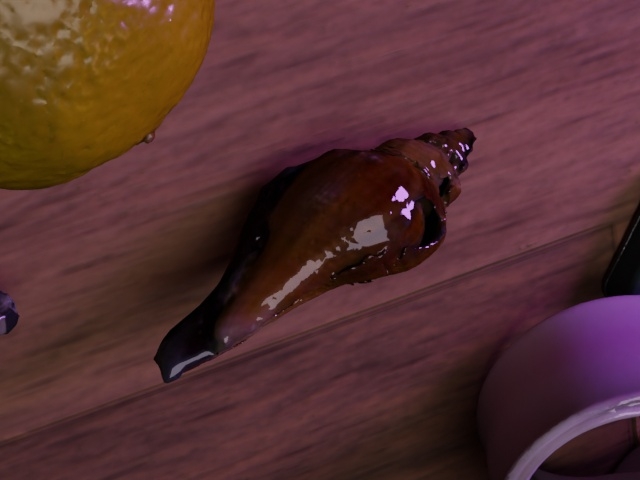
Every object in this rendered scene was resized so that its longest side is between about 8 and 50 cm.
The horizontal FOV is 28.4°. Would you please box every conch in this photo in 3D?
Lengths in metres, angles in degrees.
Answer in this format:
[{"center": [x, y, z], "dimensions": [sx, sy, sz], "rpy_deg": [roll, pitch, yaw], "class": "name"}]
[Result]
[{"center": [-0.001, -0.006, 0.741], "dimensions": [0.233, 0.086, 0.080], "rpy_deg": [-20, 120, -12], "class": "conch"}]

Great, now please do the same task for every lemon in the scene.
[{"center": [-0.144, -0.119, 0.580], "dimensions": [0.178, 0.178, 0.203], "rpy_deg": [-39, 119, 1], "class": "lemon"}]

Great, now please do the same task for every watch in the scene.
[{"center": [0.234, 0.143, 0.840], "dimensions": [0.248, 0.210, 0.217], "rpy_deg": [-39, 118, 23], "class": "watch"}]

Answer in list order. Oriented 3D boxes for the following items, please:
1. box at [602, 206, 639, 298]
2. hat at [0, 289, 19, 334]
[{"center": [0.257, 0.000, 0.873], "dimensions": [0.091, 0.031, 0.126], "rpy_deg": [14, 110, -26], "class": "box"}, {"center": [-0.263, 0.061, 0.695], "dimensions": [0.166, 0.081, 0.122], "rpy_deg": [-39, 162, 18], "class": "hat"}]
